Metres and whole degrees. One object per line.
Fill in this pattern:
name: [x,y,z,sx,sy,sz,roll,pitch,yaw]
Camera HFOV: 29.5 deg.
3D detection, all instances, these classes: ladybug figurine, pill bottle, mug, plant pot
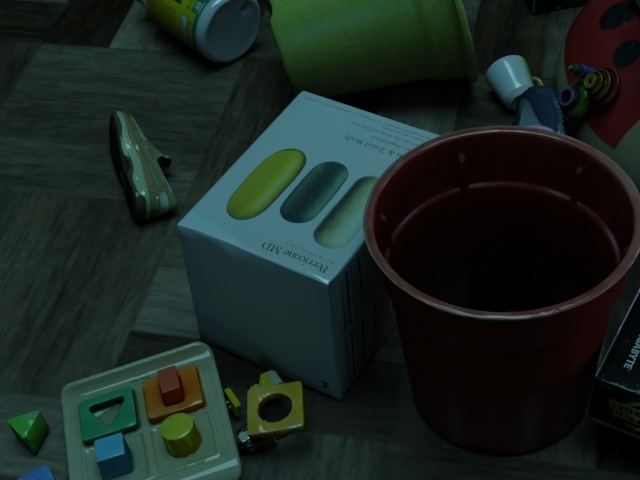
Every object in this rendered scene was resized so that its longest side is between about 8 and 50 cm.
ladybug figurine: [0.473,-0.225,1.617,0.305,0.162,0.449,-10,44,-4]
pill bottle: [-0.197,-0.363,1.857,0.117,0.118,0.208,-33,51,-26]
mug: [0.279,-0.218,1.705,0.078,0.062,0.064,-17,53,-2]
plant pot: [0.060,-0.315,1.708,0.253,0.276,0.276,-18,45,4]
plant pot: [0.189,0.067,1.274,0.272,0.265,0.272,-4,45,4]

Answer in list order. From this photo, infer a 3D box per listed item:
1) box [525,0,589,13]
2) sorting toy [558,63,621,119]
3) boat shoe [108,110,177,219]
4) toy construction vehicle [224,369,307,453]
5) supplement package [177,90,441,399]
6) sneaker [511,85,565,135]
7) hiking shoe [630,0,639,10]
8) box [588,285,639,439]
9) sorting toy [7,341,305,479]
box: [0.439,-0.549,1.939,0.312,0.179,0.343,-10,45,-6]
sorting toy: [0.334,-0.196,1.551,0.042,0.102,0.061,12,68,-34]
boat shoe: [-0.237,-0.102,1.643,0.072,0.068,0.190,-8,53,-19]
toy construction vehicle: [-0.075,0.193,1.343,0.098,0.035,0.086,-30,46,-15]
supplement package: [0.000,0.000,1.410,0.199,0.198,0.263,21,50,24]
sneaker: [0.243,-0.088,1.537,0.131,0.112,0.319,1,43,5]
hiking shoe: [0.446,-0.323,1.507,0.113,0.132,0.304,-1,45,6]
box: [0.457,0.096,1.265,0.257,0.079,0.322,21,52,21]
sorting toy: [-0.188,0.198,1.307,0.347,0.047,0.196,-18,44,-3]
